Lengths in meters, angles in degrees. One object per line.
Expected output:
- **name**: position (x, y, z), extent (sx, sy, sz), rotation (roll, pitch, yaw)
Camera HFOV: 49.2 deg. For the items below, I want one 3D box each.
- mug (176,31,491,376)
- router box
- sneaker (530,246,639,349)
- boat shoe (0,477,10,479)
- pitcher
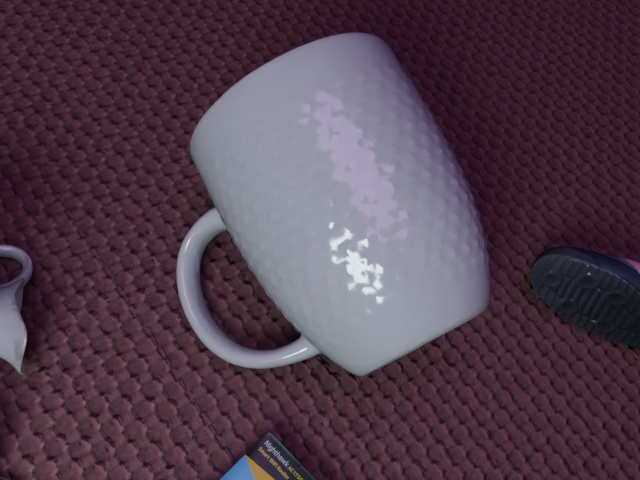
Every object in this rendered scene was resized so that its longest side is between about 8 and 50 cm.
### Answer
- **mug**: position (0.000, 0.000, 0.825), extent (0.374, 0.276, 0.328), rotation (-30, 77, 8)
- **router box**: position (-0.043, 0.318, 0.749), extent (0.179, 0.046, 0.133), rotation (43, 63, 12)
- **sneaker**: position (0.438, 0.071, 0.958), extent (0.319, 0.112, 0.131), rotation (24, 44, -2)
- **boat shoe**: position (-0.364, 0.256, 0.721), extent (0.125, 0.038, 0.046), rotation (23, 60, 1)
- **pitcher**: position (-0.431, 0.067, 0.773), extent (0.207, 0.125, 0.177), rotation (5, 40, -21)
